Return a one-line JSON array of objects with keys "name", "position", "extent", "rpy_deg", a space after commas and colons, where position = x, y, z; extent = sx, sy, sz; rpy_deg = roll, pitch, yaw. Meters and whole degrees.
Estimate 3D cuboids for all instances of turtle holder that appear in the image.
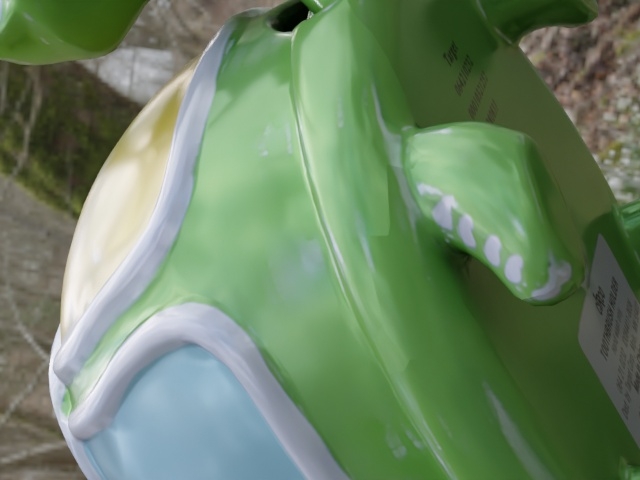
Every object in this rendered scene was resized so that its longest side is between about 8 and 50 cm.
[{"name": "turtle holder", "position": [0.004, 0.018, 0.444], "extent": [0.227, 0.320, 0.243], "rpy_deg": [-25, 46, 27]}]
